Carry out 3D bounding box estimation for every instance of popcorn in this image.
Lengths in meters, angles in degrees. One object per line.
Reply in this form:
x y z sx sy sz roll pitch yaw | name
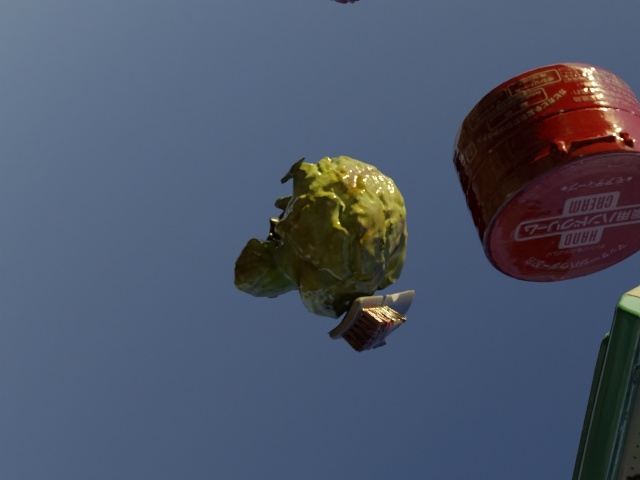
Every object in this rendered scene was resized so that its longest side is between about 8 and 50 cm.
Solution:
0.000 0.000 1.280 0.213 0.198 0.198 -20 -136 11 | popcorn

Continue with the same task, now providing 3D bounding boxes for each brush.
0.080 0.096 1.336 0.050 0.321 0.060 38 -81 12 | brush

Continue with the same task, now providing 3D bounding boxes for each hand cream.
0.227 -0.062 1.034 0.193 0.193 0.125 -37 -134 29 | hand cream

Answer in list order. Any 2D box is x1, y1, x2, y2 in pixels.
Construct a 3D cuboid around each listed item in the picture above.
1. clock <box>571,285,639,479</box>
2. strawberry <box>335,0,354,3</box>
0.301 0.175 0.767 0.231 0.116 0.262 16 -66 26 | clock
0.010 -0.420 1.383 0.258 0.261 0.261 -16 -128 52 | strawberry
